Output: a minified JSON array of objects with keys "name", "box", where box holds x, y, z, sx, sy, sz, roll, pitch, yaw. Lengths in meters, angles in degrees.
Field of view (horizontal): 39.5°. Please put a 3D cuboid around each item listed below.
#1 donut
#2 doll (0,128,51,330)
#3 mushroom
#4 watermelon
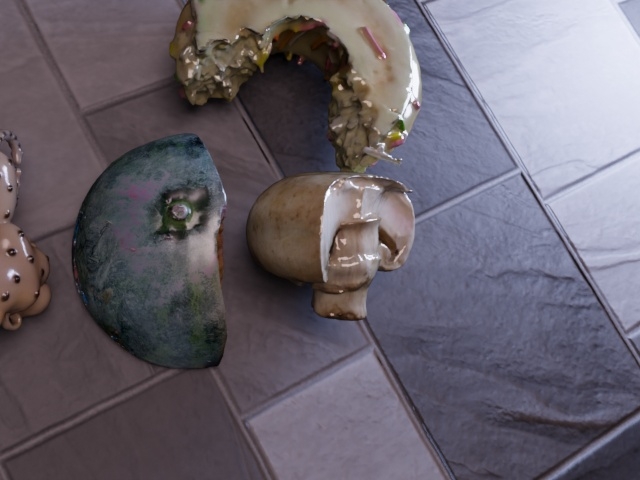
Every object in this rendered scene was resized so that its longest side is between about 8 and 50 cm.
[{"name":"donut","box":[-0.025,-0.267,1.325,0.371,0.150,0.307,24,59,-5]},{"name":"doll","box":[-0.412,-0.023,1.108,0.119,0.154,0.278,-10,83,23]},{"name":"mushroom","box":[0.000,0.000,1.232,0.253,0.189,0.195,-6,102,-49]},{"name":"watermelon","box":[-0.221,0.005,1.160,0.188,0.175,0.322,-9,73,-21]}]
